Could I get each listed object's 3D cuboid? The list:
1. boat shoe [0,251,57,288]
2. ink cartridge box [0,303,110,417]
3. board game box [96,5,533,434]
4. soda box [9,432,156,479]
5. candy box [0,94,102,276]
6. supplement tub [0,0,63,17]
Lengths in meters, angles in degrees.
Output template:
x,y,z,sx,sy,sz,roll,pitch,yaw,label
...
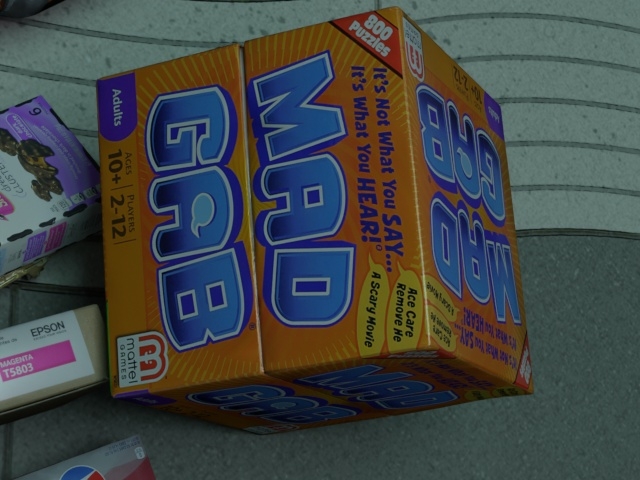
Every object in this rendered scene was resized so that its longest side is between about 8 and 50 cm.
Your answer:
x,y,z,sx,sy,sz,roll,pitch,yaw,label
-0.343,0.024,1.852,0.135,0.050,0.045,-25,111,-33,boat shoe
-0.357,0.153,1.711,0.235,0.193,0.088,-15,82,-33,ink cartridge box
0.000,0.000,1.786,0.356,0.356,0.356,28,54,-63,board game box
-0.310,0.294,1.751,0.263,0.092,0.083,-18,84,-33,soda box
-0.356,-0.056,1.822,0.196,0.070,0.165,-27,67,-34,candy box
-0.316,-0.386,1.911,0.316,0.193,0.193,-32,91,-32,supplement tub
